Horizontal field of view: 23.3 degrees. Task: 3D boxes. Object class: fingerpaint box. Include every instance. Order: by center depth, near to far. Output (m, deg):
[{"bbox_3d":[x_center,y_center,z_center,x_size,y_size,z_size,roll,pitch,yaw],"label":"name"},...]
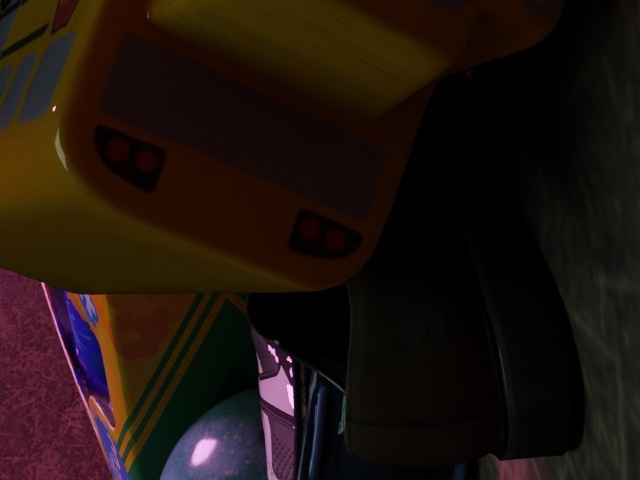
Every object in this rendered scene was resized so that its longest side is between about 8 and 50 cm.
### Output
[{"bbox_3d":[-0.139,-0.022,1.200,0.371,0.163,0.445,88,160,-44],"label":"fingerpaint box"}]

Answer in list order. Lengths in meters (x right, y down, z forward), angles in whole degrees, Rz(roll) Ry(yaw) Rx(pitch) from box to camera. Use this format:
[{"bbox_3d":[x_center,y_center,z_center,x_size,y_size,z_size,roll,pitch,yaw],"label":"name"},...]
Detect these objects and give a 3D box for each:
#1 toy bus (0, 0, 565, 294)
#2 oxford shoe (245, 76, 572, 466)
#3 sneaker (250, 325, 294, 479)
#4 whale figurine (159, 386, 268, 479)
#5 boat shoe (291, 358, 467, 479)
[{"bbox_3d":[-0.052,-0.055,0.524,0.332,0.108,0.130,-5,64,66],"label":"toy bus"},{"bbox_3d":[0.015,-0.007,0.574,0.227,0.096,0.083,-107,9,-54],"label":"oxford shoe"},{"bbox_3d":[-0.001,0.071,0.851,0.234,0.078,0.106,-116,15,-71],"label":"sneaker"},{"bbox_3d":[-0.023,0.221,0.961,0.216,0.141,0.272,92,166,-55],"label":"whale figurine"},{"bbox_3d":[0.000,0.000,0.707,0.109,0.089,0.258,96,163,-64],"label":"boat shoe"}]
